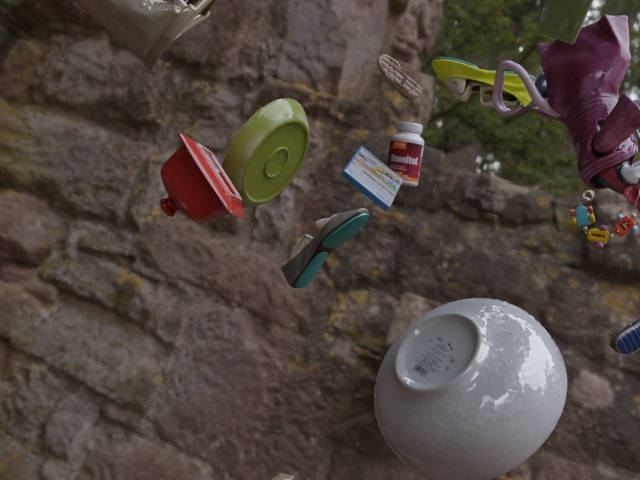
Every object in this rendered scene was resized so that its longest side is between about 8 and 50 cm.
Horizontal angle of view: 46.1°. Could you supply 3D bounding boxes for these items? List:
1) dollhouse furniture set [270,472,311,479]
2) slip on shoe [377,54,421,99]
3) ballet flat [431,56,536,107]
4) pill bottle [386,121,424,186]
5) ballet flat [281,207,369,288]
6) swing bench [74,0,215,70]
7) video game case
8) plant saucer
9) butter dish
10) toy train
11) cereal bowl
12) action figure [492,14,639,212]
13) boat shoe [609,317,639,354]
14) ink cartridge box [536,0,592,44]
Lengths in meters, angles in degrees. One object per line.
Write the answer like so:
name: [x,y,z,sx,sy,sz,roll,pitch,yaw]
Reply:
dollhouse furniture set: [-0.082,0.640,1.652,0.259,0.262,0.135,0,12,35]
slip on shoe: [0.185,-0.393,1.822,0.135,0.051,0.041,36,-18,-18]
ballet flat: [0.324,-0.316,1.533,0.231,0.077,0.077,18,-7,23]
pill bottle: [0.211,-0.214,1.869,0.086,0.152,0.086,8,3,0]
ballet flat: [0.000,0.000,1.383,0.072,0.213,0.068,7,41,-54]
swing bench: [-0.352,-0.532,1.528,0.253,0.255,0.165,41,-41,-10]
video game case: [0.111,-0.133,1.577,0.119,0.015,0.166,38,29,-3]
plant saucer: [-0.096,-0.159,1.461,0.037,0.241,0.241,35,-3,24]
butter dish: [-0.215,-0.083,1.259,0.160,0.118,0.160,58,3,3]
toy train: [0.746,-0.051,1.988,0.166,0.125,0.046,43,8,26]
cereal bowl: [0.228,0.224,1.260,0.339,0.339,0.141,8,-36,50]
action figure: [0.447,-0.201,1.229,0.275,0.370,0.248,-6,-36,7]
boat shoe: [0.747,0.201,1.734,0.183,0.066,0.066,-23,2,-9]
ink cartridge box: [0.340,-0.381,0.921,0.056,0.235,0.171,23,-33,11]
